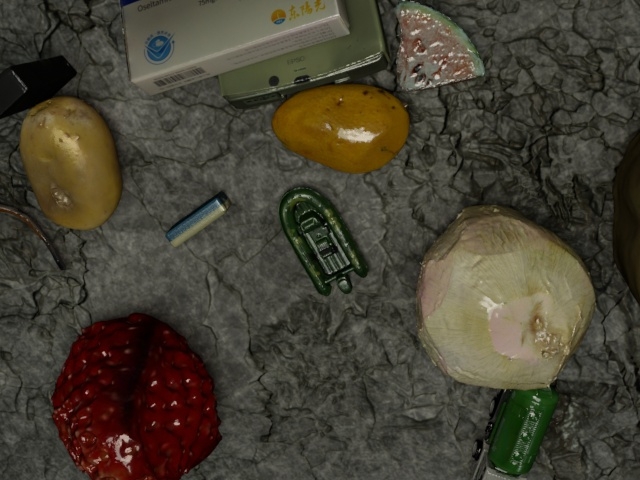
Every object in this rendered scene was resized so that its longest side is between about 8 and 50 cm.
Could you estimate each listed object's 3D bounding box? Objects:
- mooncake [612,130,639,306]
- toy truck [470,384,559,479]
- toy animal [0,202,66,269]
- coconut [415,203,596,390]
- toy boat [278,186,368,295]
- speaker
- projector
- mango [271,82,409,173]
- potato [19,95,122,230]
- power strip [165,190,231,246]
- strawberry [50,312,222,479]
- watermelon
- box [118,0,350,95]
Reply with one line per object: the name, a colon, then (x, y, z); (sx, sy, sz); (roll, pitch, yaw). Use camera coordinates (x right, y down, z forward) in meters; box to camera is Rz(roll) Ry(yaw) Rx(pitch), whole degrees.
mooncake: (0.689, -0.024, 1.321); (0.467, 0.262, 0.466); (1, 105, 3)
toy truck: (0.347, 0.348, 1.525); (0.101, 0.125, 0.242); (16, 108, -1)
toy animal: (-0.625, -0.058, 1.491); (0.284, 0.225, 0.302); (-15, 93, -11)
coconut: (0.294, 0.098, 1.390); (0.297, 0.254, 0.297); (1, 108, 4)
toy boat: (0.000, 0.000, 1.490); (0.104, 0.052, 0.210); (-26, 103, 14)
speaker: (-0.465, -0.249, 1.371); (0.082, 0.218, 0.044); (-38, 101, 15)
projector: (-0.037, -0.329, 1.360); (0.270, 0.088, 0.193); (-13, 81, 11)
mango: (0.032, -0.183, 1.405); (0.227, 0.109, 0.147); (1, 109, 6)
potato: (-0.413, -0.128, 1.444); (0.150, 0.146, 0.233); (21, 130, 42)
power strip: (-0.214, -0.036, 1.495); (0.123, 0.056, 0.032); (-33, 102, 13)
strawberry: (-0.326, 0.309, 1.454); (0.295, 0.345, 0.317); (-3, 106, 4)
watermelon: (0.170, -0.303, 1.385); (0.187, 0.071, 0.139); (39, 112, -15)
box: (-0.140, -0.366, 1.312); (0.344, 0.065, 0.200); (-14, 76, 15)
